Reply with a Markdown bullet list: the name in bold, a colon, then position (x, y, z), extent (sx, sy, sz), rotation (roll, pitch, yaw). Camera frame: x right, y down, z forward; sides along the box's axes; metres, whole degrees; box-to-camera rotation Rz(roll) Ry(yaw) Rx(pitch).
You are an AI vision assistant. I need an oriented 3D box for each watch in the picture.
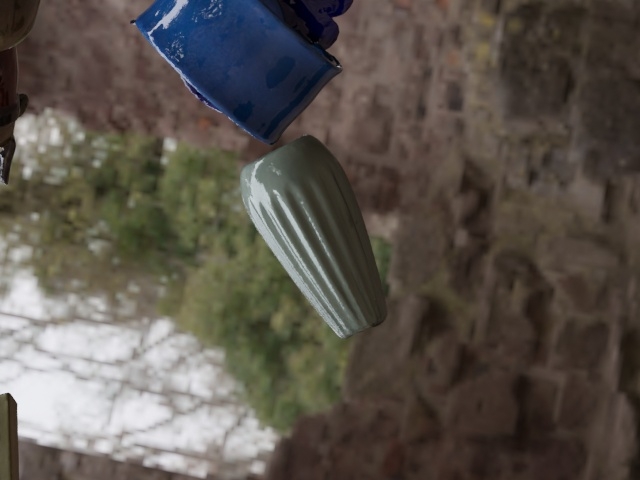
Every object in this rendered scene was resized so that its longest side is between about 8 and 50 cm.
- **watch**: position (-0.073, -0.189, 1.462), extent (0.171, 0.196, 0.200), rotation (-56, 5, 11)

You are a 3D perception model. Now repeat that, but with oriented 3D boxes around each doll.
- **doll**: position (-0.393, -0.227, 1.822), extent (0.235, 0.174, 0.330), rotation (43, 129, 48)

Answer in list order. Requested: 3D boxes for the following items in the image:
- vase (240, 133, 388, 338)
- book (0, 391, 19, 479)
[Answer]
- **vase**: position (0.000, 0.000, 1.991), extent (0.248, 0.128, 0.128), rotation (63, -166, -4)
- **book**: position (-0.405, 0.250, 1.614), extent (0.026, 0.231, 0.161), rotation (65, -169, -48)
